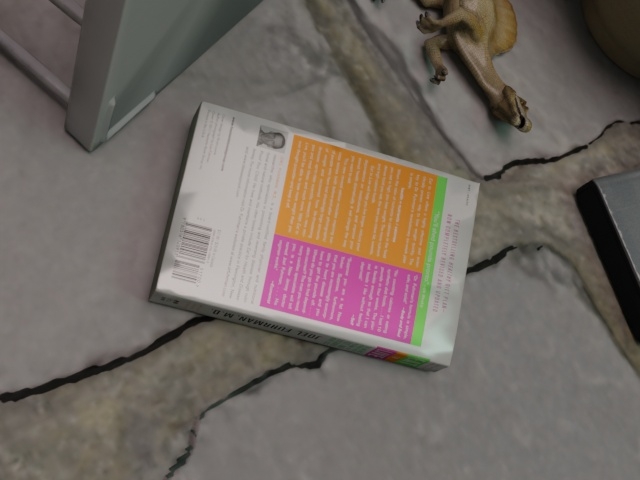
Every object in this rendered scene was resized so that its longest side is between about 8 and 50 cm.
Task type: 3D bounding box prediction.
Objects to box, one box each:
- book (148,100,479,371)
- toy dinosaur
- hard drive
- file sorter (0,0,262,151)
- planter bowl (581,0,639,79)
[{"bbox_3d":[0.000,0.000,0.455,0.144,0.035,0.096,17,68,-15],"label":"book"},{"bbox_3d":[0.081,-0.147,0.544,0.092,0.053,0.183,9,73,-35],"label":"toy dinosaur"},{"bbox_3d":[0.221,-0.002,0.549,0.135,0.022,0.094,-13,75,-26],"label":"hard drive"},{"bbox_3d":[-0.071,-0.208,0.369,0.173,0.278,0.193,41,61,-1],"label":"file sorter"},{"bbox_3d":[0.224,-0.159,0.563,0.162,0.109,0.162,8,67,-20],"label":"planter bowl"}]
